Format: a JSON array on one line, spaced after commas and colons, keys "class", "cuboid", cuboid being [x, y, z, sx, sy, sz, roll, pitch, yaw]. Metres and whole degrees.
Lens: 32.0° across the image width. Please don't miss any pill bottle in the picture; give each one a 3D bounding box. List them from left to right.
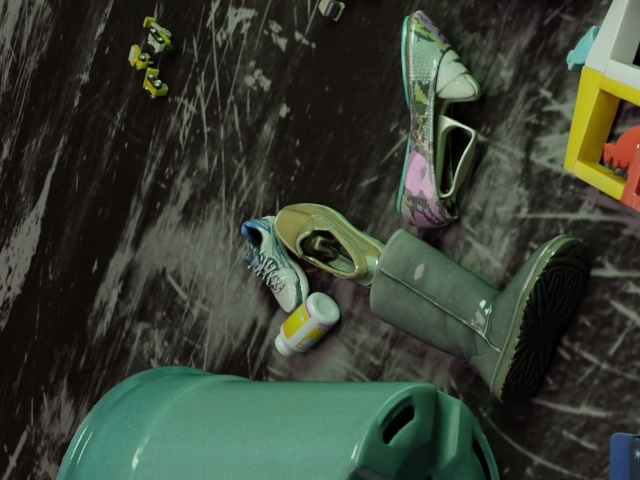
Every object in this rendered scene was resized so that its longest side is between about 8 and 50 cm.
[{"class": "pill bottle", "cuboid": [-0.017, 0.099, 1.283, 0.083, 0.043, 0.043, -46, 55, 34]}]

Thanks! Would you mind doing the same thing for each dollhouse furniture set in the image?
[{"class": "dollhouse furniture set", "cuboid": [0.013, -0.286, 1.235, 0.081, 0.114, 0.091, 41, 114, 37]}]

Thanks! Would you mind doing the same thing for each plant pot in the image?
[{"class": "plant pot", "cuboid": [-0.024, 0.276, 1.088, 0.334, 0.341, 0.341, -13, 77, 39]}]

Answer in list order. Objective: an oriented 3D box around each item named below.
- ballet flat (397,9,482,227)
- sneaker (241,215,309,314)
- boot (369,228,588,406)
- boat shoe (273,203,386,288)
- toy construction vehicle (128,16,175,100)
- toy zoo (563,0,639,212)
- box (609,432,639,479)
[{"class": "ballet flat", "cuboid": [0.123, -0.122, 1.138, 0.079, 0.077, 0.221, 4, 95, 29]}, {"class": "sneaker", "cuboid": [-0.060, 0.031, 1.326, 0.052, 0.058, 0.135, -45, 56, 35]}, {"class": "boot", "cuboid": [0.147, 0.041, 1.099, 0.208, 0.076, 0.189, 43, 115, 48]}, {"class": "boat shoe", "cuboid": [0.000, 0.000, 1.251, 0.190, 0.072, 0.068, 23, 103, 46]}, {"class": "toy construction vehicle", "cuboid": [-0.231, -0.255, 1.562, 0.098, 0.035, 0.085, 51, 133, 40]}, {"class": "toy zoo", "cuboid": [0.294, -0.115, 0.921, 0.293, 0.030, 0.192, -135, 56, -60]}, {"class": "box", "cuboid": [0.323, 0.233, 0.906, 0.225, 0.037, 0.136, -3, 84, 49]}]
